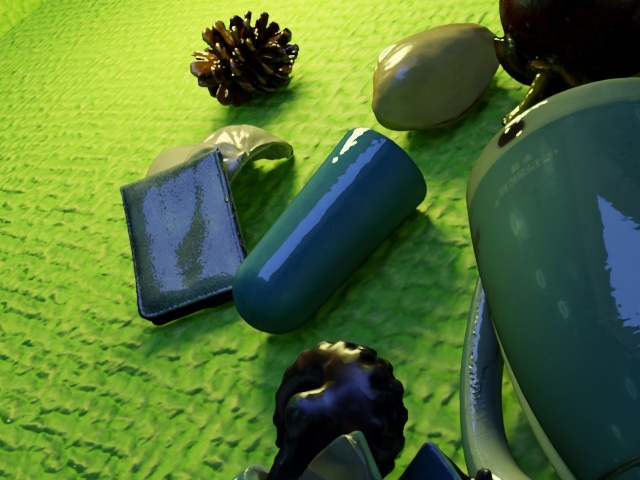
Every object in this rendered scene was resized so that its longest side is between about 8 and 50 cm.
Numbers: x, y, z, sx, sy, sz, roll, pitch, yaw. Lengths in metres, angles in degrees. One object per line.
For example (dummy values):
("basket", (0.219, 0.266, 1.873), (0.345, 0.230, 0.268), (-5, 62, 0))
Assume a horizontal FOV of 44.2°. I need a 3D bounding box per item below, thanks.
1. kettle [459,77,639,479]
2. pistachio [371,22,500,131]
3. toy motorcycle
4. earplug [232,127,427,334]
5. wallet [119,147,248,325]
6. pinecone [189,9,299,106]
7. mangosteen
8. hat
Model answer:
("kettle", (0.239, 0.090, 0.650), (0.319, 0.247, 0.342), (-41, 35, 38))
("pistachio", (0.163, -0.237, 1.143), (0.223, 0.126, 0.152), (-38, 71, -20))
("toy motorcycle", (0.042, 0.277, 0.582), (0.232, 0.172, 0.416), (-49, 50, 19))
("earplug", (0.000, 0.000, 0.970), (0.132, 0.132, 0.273), (21, 62, 46))
("wallet", (-0.187, -0.004, 1.084), (0.167, 0.036, 0.222), (-21, 67, 11))
("pinecone", (-0.134, -0.329, 1.421), (0.195, 0.150, 0.179), (-7, 36, 22))
("mangosteen", (0.332, -0.262, 1.014), (0.231, 0.231, 0.289), (22, 96, 46))
("hat", (-0.181, -0.125, 1.223), (0.226, 0.164, 0.219), (29, 62, 25))
